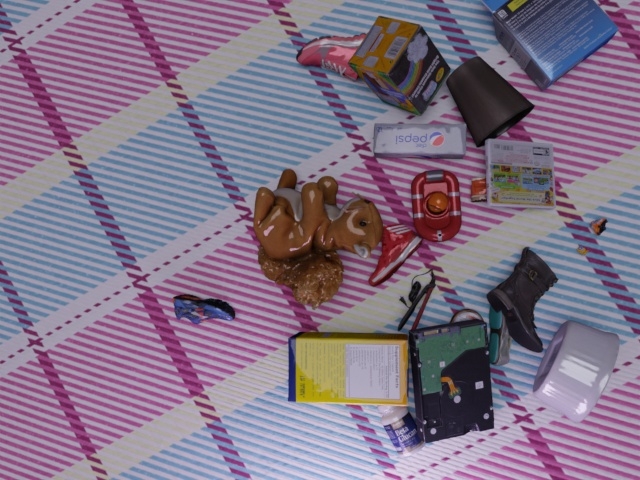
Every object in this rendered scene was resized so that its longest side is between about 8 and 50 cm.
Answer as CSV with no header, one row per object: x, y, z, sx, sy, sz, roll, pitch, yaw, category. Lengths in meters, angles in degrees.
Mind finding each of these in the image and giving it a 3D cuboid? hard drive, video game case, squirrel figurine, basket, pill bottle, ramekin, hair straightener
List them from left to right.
0.000,0.000,1.721,0.371,0.281,0.396,13,105,10,squirrel figurine
0.247,0.575,1.731,0.094,0.094,0.169,-30,83,6,pill bottle
0.291,0.183,1.738,0.089,0.047,0.230,23,71,18,hair straightener
0.394,0.419,1.675,0.237,0.064,0.338,-8,97,-13,hard drive
0.505,-0.439,1.716,0.204,0.154,0.226,-35,79,20,basket
0.612,-0.202,1.701,0.227,0.026,0.206,2,83,-15,video game case
0.720,0.363,1.589,0.135,0.277,0.277,25,91,17,ramekin

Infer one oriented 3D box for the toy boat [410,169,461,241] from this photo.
0.360,-0.110,1.718,0.151,0.151,0.230,-4,87,8,toy boat

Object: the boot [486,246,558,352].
0.642,0.177,1.673,0.229,0.091,0.262,-37,96,-22,boot

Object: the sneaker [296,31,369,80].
0.076,-0.584,1.800,0.314,0.116,0.136,-5,88,8,sneaker

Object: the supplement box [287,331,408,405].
0.091,0.387,1.712,0.357,0.195,0.194,0,87,9,supplement box

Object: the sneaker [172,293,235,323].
-0.388,0.239,1.857,0.222,0.083,0.087,10,102,14,sneaker

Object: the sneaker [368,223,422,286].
0.209,0.037,1.779,0.221,0.087,0.128,-42,74,-8,sneaker

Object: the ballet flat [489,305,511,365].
0.560,0.281,1.722,0.068,0.072,0.213,5,89,-19,ballet flat

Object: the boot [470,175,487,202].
0.549,-0.170,1.742,0.158,0.059,0.084,-5,82,9,boot

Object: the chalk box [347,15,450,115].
0.260,-0.517,1.715,0.179,0.289,0.180,34,91,41,chalk box

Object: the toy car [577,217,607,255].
0.822,-0.018,1.697,0.122,0.060,0.040,-48,50,-3,toy car

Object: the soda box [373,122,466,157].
0.313,-0.313,1.764,0.287,0.091,0.097,2,88,8,soda box

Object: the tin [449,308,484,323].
0.445,0.306,1.746,0.106,0.040,0.189,25,91,4,tin

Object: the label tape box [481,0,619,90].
0.689,-0.680,1.718,0.249,0.115,0.347,-38,80,5,label tape box
